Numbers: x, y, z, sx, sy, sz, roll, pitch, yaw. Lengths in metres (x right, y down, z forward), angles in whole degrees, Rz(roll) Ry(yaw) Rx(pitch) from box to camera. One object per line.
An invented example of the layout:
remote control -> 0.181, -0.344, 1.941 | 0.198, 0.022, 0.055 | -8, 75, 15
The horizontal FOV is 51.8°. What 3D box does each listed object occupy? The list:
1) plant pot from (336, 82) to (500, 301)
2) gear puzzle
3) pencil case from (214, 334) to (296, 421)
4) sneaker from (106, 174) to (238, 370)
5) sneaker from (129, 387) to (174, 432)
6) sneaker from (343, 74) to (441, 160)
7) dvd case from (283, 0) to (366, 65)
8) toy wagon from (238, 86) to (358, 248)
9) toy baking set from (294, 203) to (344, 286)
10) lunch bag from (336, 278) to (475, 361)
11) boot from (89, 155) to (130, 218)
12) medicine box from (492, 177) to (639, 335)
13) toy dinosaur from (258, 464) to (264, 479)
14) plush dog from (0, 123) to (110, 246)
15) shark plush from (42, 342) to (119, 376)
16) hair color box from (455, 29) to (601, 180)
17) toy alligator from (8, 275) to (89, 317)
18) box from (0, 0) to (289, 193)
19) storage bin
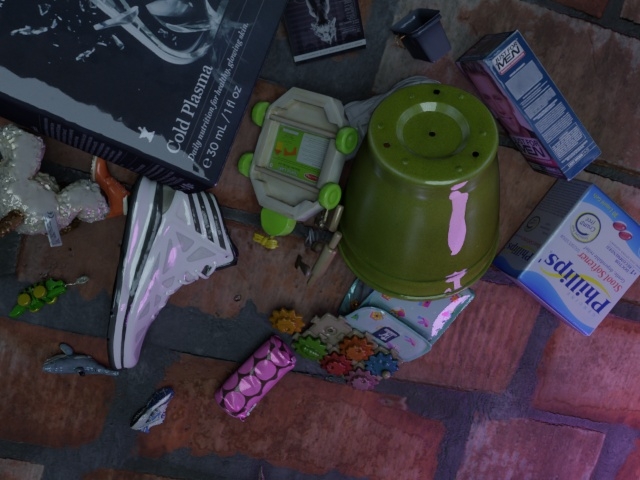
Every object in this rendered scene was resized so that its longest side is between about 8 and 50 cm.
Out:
plant pot -> 0.208, -0.113, 1.333 | 0.366, 0.353, 0.366 | -1, 61, 2
gear puzzle -> 0.026, 0.257, 1.580 | 0.339, 0.044, 0.175 | 34, 127, -16
pencil case -> -0.150, 0.330, 1.581 | 0.209, 0.095, 0.098 | -47, 71, 4
sneaker -> -0.319, 0.094, 1.455 | 0.257, 0.169, 0.447 | 10, 105, -18
sneaker -> -0.391, 0.407, 1.578 | 0.135, 0.052, 0.058 | -44, 116, 9
sneaker -> 0.137, -0.277, 1.469 | 0.305, 0.152, 0.114 | -33, 107, -1
dvd case -> 0.001, -0.501, 1.416 | 0.165, 0.018, 0.221 | -14, 123, 2
toy wagon -> -0.062, -0.149, 1.419 | 0.068, 0.267, 0.344 | 4, 107, -52
toy baking set -> 0.001, 0.003, 1.465 | 0.030, 0.196, 0.256 | 17, 125, -14
lunch bag -> 0.194, 0.150, 1.574 | 0.223, 0.160, 0.262 | 33, 104, -17
boot -> -0.460, -0.124, 1.440 | 0.085, 0.059, 0.158 | -4, 111, -13
medicine box -> 0.630, 0.038, 1.635 | 0.263, 0.149, 0.289 | 37, 93, -16
toy dinosaur -> -0.191, 0.707, 1.599 | 0.127, 0.200, 0.295 | 36, 93, -16
plush dog -> -0.595, -0.074, 1.341 | 0.262, 0.225, 0.210 | 41, 64, -21
shark plush -> -0.548, 0.299, 1.508 | 0.161, 0.067, 0.073 | 25, 96, -15
hair color box -> 0.473, -0.307, 1.515 | 0.105, 0.174, 0.347 | -41, 106, 1
toy alligator -> -0.607, 0.109, 1.466 | 0.190, 0.056, 0.051 | -28, 66, -4
box -> -0.348, -0.394, 1.203 | 0.472, 0.297, 0.480 | 22, 83, -19
storage bin -> 0.224, -0.446, 1.463 | 0.098, 0.135, 0.091 | -37, 116, -1
